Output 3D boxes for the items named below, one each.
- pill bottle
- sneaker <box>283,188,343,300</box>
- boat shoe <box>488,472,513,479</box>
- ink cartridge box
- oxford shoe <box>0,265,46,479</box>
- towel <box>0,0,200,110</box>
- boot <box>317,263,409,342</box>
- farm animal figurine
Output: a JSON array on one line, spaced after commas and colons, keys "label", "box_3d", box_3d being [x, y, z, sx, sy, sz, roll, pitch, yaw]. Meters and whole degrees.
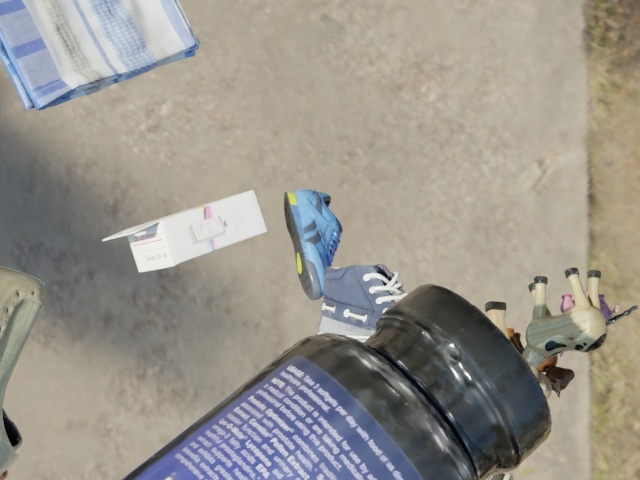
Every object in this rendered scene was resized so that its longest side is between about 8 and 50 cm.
[{"label": "pill bottle", "box_3d": [-0.007, 0.119, 0.531, 0.219, 0.122, 0.123, -37, 122, -18]}, {"label": "sneaker", "box_3d": [0.000, 0.000, 1.742, 0.082, 0.209, 0.069, -2, 133, -10]}, {"label": "boat shoe", "box_3d": [0.216, 0.428, 1.735, 0.228, 0.068, 0.081, -62, 147, -29]}, {"label": "ink cartridge box", "box_3d": [-0.189, -0.007, 1.680, 0.198, 0.115, 0.067, -20, 94, -33]}, {"label": "oxford shoe", "box_3d": [-0.310, 0.196, 0.944, 0.146, 0.140, 0.397, 5, 117, -31]}, {"label": "towel", "box_3d": [-0.296, -0.294, 1.525, 0.285, 0.034, 0.209, -30, 97, -42]}, {"label": "boot", "box_3d": [0.060, 0.063, 1.104, 0.069, 0.190, 0.086, 3, 87, -38]}, {"label": "farm animal figurine", "box_3d": [0.262, 0.173, 1.740, 0.326, 0.172, 0.330, -1, 158, -2]}]
